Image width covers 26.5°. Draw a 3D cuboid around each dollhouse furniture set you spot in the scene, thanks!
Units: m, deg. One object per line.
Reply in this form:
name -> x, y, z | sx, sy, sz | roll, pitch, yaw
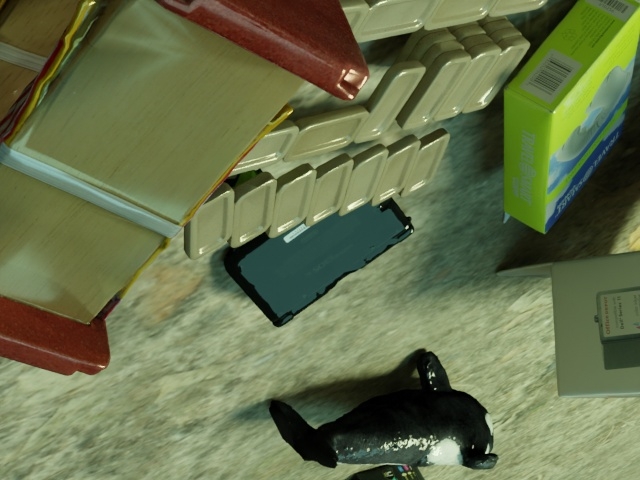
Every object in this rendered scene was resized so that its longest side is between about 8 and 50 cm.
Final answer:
dollhouse furniture set -> -0.184, -0.107, 0.507 | 0.374, 0.152, 0.201 | 25, 121, -39

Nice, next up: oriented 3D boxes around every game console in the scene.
game console -> 0.000, 0.000, 0.975 | 0.122, 0.071, 0.107 | -36, 123, 5

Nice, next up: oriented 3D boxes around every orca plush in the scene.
orca plush -> 0.072, 0.149, 1.253 | 0.287, 0.102, 0.151 | 9, 178, -39

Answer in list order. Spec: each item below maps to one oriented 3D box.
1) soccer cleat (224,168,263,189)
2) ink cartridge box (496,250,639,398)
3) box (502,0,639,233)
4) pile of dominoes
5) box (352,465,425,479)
soccer cleat -> -0.073, -0.064, 0.746 | 0.072, 0.060, 0.179 | -24, 154, -9
ink cartridge box -> 0.333, 0.066, 1.106 | 0.207, 0.119, 0.353 | 3, 172, -37
box -> 0.172, -0.083, 0.951 | 0.109, 0.042, 0.178 | -49, 157, -19
pile of dominoes -> 0.020, -0.084, 0.786 | 0.251, 0.040, 0.196 | -18, 151, -44
box -> 0.068, 0.278, 1.455 | 0.083, 0.052, 0.062 | -7, 145, -41
